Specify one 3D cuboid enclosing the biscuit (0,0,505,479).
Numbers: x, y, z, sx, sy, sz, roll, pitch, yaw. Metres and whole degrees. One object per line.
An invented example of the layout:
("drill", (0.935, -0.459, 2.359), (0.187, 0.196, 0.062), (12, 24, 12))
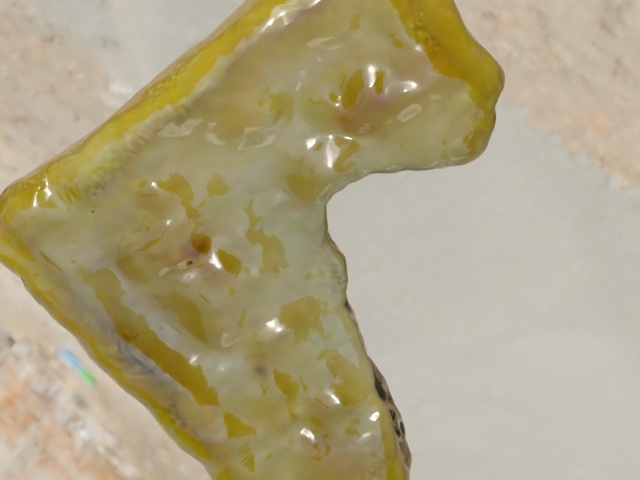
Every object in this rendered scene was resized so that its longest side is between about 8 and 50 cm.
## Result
("biscuit", (0.000, 0.000, 0.517), (0.174, 0.183, 0.039), (46, -167, -10))
